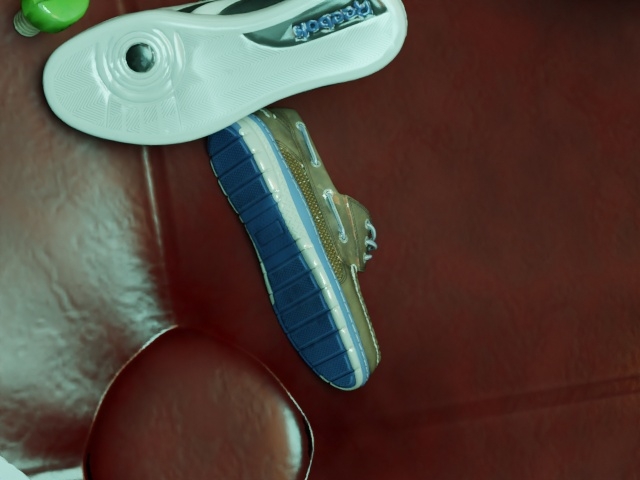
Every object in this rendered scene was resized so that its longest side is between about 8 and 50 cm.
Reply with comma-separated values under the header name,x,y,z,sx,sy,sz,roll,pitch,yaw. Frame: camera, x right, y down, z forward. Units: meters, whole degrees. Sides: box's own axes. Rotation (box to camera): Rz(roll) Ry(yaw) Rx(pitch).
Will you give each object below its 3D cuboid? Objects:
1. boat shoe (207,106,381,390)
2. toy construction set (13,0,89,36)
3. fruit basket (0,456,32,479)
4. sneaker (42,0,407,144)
name,x,y,z,sx,sy,sz,roll,pitch,yaw
boat shoe,0.000,0.000,1.180,0.066,0.066,0.183,-24,91,-33
toy construction set,-0.093,-0.267,1.087,0.257,0.237,0.309,44,62,-15
fruit basket,-0.294,0.189,0.876,0.327,0.165,0.353,32,43,22
sneaker,-0.055,-0.112,1.173,0.217,0.121,0.079,-11,100,2
